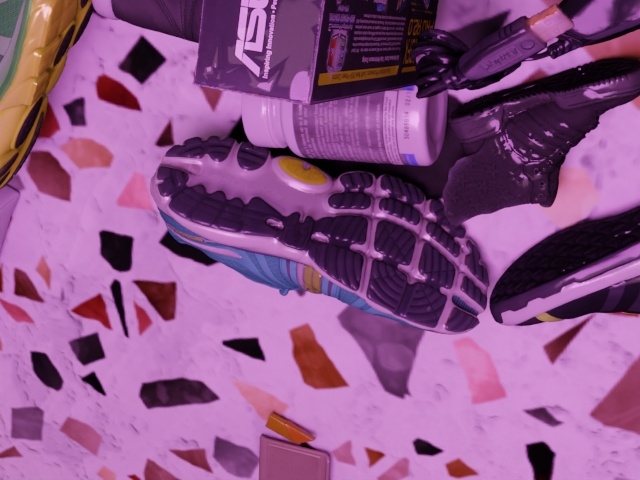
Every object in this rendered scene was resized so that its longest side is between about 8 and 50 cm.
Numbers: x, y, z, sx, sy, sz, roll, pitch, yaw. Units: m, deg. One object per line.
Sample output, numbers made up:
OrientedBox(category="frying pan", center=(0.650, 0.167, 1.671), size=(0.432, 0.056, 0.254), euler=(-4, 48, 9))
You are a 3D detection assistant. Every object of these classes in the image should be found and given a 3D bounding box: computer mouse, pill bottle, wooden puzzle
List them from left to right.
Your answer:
OrientedBox(category="wooden puzzle", center=(-0.024, 0.216, 1.005), size=(0.078, 0.014, 0.116), euler=(20, 123, 15))
OrientedBox(category="pill bottle", center=(0.018, -0.096, 0.775), size=(0.137, 0.078, 0.078), euler=(5, 119, 18))
OrientedBox(category="computer mouse", center=(0.172, -0.152, 0.632), size=(0.262, 0.184, 0.060), euler=(-18, 92, 29))

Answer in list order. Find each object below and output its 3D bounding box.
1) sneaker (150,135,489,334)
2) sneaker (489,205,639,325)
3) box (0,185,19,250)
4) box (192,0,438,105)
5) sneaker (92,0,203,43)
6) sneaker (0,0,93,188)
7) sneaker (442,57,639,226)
OrientedBox(category="sneaker", center=(0.000, 0.000, 0.840), size=(0.275, 0.107, 0.110), euler=(22, 154, 3))
OrientedBox(category="sneaker", center=(0.233, 0.032, 0.759), size=(0.234, 0.084, 0.097), euler=(-24, 108, 30))
OrientedBox(category="box", center=(-0.377, 0.035, 0.939), size=(0.119, 0.182, 0.181), euler=(29, 124, 2))
OrientedBox(category="box", center=(0.021, -0.189, 0.578), size=(0.060, 0.270, 0.216), euler=(12, 104, 14))
OrientedBox(category="sneaker", center=(-0.053, -0.252, 0.707), size=(0.147, 0.104, 0.296), euler=(25, 129, 4))
OrientedBox(category="sneaker", center=(-0.250, -0.150, 0.794), size=(0.123, 0.109, 0.295), euler=(30, 122, -7))
OrientedBox(category="sneaker", center=(0.156, -0.066, 0.758), size=(0.170, 0.051, 0.089), euler=(-12, 113, 31))
